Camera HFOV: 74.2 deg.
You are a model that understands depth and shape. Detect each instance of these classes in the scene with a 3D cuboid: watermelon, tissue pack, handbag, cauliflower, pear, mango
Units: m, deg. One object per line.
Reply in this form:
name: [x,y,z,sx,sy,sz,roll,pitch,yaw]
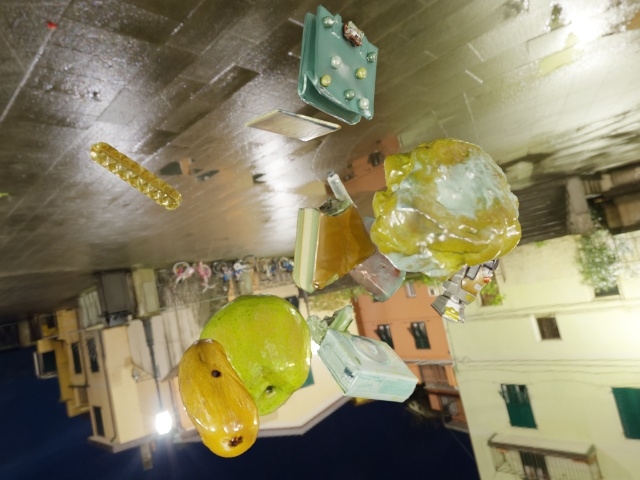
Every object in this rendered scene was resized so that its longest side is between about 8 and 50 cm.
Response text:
watermelon: [0.158,0.079,1.452,0.226,0.318,0.148,0,146,-17]
tissue pack: [0.204,0.555,1.870,0.388,0.162,0.287,22,-165,-37]
handbag: [0.066,-0.511,1.251,0.269,0.274,0.100,15,170,-40]
cauliflower: [0.074,0.420,2.071,0.315,0.256,0.239,-51,150,0]
pear: [-0.203,0.365,1.342,0.391,0.390,0.391,-12,174,-1]
mango: [-0.229,0.325,0.905,0.120,0.177,0.295,-38,-137,-10]

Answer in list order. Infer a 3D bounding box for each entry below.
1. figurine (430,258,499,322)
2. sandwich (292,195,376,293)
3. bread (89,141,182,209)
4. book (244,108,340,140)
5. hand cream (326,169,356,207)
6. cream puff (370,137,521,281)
figurine: [0.511,0.146,1.496,0.143,0.308,0.308,27,-174,17]
sandwich: [0.000,0.000,1.190,0.227,0.198,0.155,-35,-160,-18]
bread: [-0.692,-0.241,1.602,0.368,0.084,0.077,37,179,-26]
book: [-0.108,-0.463,1.704,0.323,0.018,0.228,2,176,-43]
hand cream: [0.078,-0.193,1.685,0.067,0.194,0.042,-15,-143,23]
cream puff: [0.287,-0.069,1.083,0.379,0.378,0.275,-11,161,-15]
